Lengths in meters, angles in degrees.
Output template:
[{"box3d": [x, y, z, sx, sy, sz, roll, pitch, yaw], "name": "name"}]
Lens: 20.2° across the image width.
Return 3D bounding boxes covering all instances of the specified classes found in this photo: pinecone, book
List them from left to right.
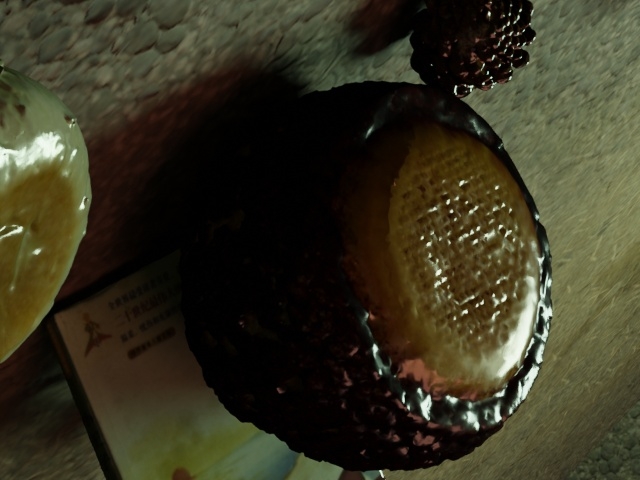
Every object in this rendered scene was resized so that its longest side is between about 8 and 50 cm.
[{"box3d": [-0.045, 0.141, 1.124, 0.026, 0.289, 0.201, -10, -166, 48], "name": "book"}, {"box3d": [0.091, -0.128, 1.118, 0.077, 0.077, 0.083, -39, -176, -20], "name": "pinecone"}]

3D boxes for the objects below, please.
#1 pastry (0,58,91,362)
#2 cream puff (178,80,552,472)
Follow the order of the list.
[{"box3d": [-0.167, -0.005, 0.753, 0.166, 0.088, 0.165, -52, 158, -32], "name": "pastry"}, {"box3d": [0.023, 0.024, 1.073, 0.165, 0.239, 0.239, -16, -172, 45], "name": "cream puff"}]
